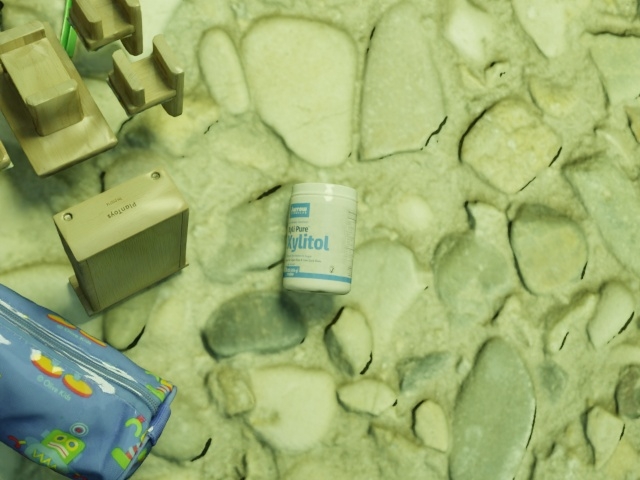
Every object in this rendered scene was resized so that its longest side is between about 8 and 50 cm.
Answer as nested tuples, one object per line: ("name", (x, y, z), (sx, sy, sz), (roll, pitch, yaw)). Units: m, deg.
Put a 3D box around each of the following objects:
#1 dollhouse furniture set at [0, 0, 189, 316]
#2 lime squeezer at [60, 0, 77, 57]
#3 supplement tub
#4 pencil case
("dollhouse furniture set", (-0.222, -0.077, 0.717), (0.212, 0.161, 0.242), (-28, 77, -19))
("lime squeezer", (-0.245, -0.334, 0.733), (0.110, 0.059, 0.310), (-59, 141, -56))
("supplement tub", (0.000, 0.000, 0.807), (0.071, 0.071, 0.107), (6, 83, -19))
("pencil case", (-0.268, 0.098, 0.675), (0.306, 0.133, 0.119), (37, 45, -13))
